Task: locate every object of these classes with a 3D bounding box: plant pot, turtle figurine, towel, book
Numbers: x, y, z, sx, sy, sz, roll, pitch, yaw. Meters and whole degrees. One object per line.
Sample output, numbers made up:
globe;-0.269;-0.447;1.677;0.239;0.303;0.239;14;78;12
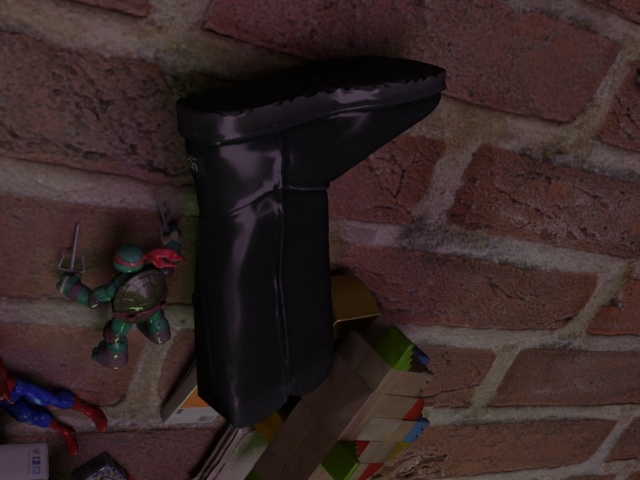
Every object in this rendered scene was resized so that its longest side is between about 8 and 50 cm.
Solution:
plant pot;0.034;0.100;1.299;0.081;0.083;0.081;-6;153;-26
turtle figurine;-0.254;0.061;1.092;0.175;0.118;0.234;-13;135;-22
towel;-0.083;0.398;1.489;0.282;0.049;0.187;19;113;-40
book;-0.176;0.238;1.304;0.096;0.035;0.144;10;128;-42

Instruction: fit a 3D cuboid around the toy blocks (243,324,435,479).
toy blocks;0.071;0.303;1.388;0.261;0.191;0.381;19;110;-53

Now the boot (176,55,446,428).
boot;-0.002;0.000;1.107;0.367;0.146;0.444;-16;119;-24

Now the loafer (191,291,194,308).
loafer;-0.133;0.129;1.213;0.062;0.061;0.170;-34;132;-3

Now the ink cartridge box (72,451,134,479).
ink cartridge box;-0.343;0.396;1.345;0.063;0.029;0.115;-32;133;-6

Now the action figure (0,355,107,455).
action figure;-0.403;0.232;1.118;0.091;0.139;0.280;-41;131;3

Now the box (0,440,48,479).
box;-0.542;0.316;1.068;0.322;0.058;0.232;5;155;-31

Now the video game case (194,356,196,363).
video game case;-0.095;0.114;1.283;0.173;0.022;0.190;-1;124;-29
